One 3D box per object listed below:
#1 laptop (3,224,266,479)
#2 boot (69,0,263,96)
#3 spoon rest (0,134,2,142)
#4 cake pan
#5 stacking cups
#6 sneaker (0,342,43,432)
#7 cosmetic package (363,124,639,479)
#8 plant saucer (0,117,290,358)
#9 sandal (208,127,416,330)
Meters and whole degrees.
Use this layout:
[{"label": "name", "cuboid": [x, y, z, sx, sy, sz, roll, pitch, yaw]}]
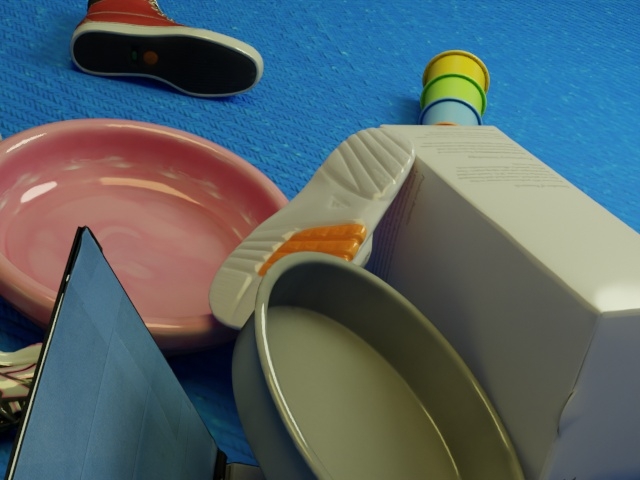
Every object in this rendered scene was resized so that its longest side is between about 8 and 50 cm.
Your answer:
[{"label": "laptop", "cuboid": [-0.002, 0.230, 0.721, 0.408, 0.236, 0.382, 12, 36, -9]}, {"label": "boot", "cuboid": [-0.192, -0.272, 1.451, 0.244, 0.088, 0.176, 10, 34, -6]}, {"label": "spoon rest", "cuboid": [-0.402, -0.130, 1.031, 0.137, 0.276, 0.084, -7, 68, 11]}, {"label": "cake pan", "cuboid": [0.045, 0.140, 0.835, 0.293, 0.054, 0.293, 37, 28, -24]}, {"label": "stacking cups", "cuboid": [0.162, -0.139, 1.418, 0.096, 0.096, 0.316, 18, 35, 0]}, {"label": "sneaker", "cuboid": [-0.253, 0.131, 0.903, 0.178, 0.072, 0.077, 7, 48, -3]}, {"label": "cosmetic package", "cuboid": [0.178, 0.048, 1.038, 0.155, 0.197, 0.365, -3, 31, -29]}, {"label": "plant saucer", "cuboid": [-0.182, 0.002, 1.082, 0.332, 0.084, 0.332, 11, 36, -8]}, {"label": "sandal", "cuboid": [0.009, 0.003, 1.006, 0.102, 0.076, 0.265, 24, 55, 29]}]
